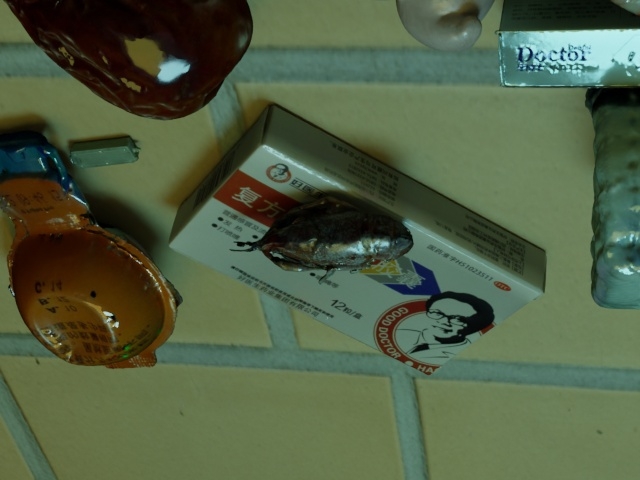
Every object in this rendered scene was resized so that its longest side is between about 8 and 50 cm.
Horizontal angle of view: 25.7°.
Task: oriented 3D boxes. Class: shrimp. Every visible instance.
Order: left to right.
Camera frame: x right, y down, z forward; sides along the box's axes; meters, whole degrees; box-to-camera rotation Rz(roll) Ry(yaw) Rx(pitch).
[{"bbox_3d":[0.000,0.001,1.414,0.190,0.075,0.073,-8,157,14],"label":"shrimp"}]

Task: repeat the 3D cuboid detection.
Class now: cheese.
[{"bbox_3d":[-0.274,0.023,1.560,0.217,0.129,0.329,-6,126,26],"label":"cheese"}]

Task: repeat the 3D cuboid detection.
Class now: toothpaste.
[{"bbox_3d":[0.308,-0.179,1.188,0.313,0.089,0.071,1,135,13],"label":"toothpaste"}]

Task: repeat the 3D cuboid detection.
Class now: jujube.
[{"bbox_3d":[-0.177,-0.210,1.241,0.236,0.168,0.168,33,139,-2],"label":"jujube"}]

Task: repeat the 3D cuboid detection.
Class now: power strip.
[{"bbox_3d":[-0.227,-0.093,1.489,0.083,0.017,0.027,-5,139,20],"label":"power strip"}]

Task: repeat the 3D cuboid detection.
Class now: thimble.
[{"bbox_3d":[0.311,-0.038,1.248,0.150,0.237,0.237,0,140,11],"label":"thimble"}]

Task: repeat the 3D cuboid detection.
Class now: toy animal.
[{"bbox_3d":[0.071,-0.253,1.142,0.124,0.124,0.212,-14,138,29],"label":"toy animal"}]

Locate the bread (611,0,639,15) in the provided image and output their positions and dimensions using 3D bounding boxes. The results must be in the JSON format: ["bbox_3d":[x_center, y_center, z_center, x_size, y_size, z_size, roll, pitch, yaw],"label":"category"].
[{"bbox_3d":[0.323,-0.295,1.027,0.327,0.114,0.295,-15,134,31],"label":"bread"}]

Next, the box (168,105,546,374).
[{"bbox_3d":[0.040,0.010,1.514,0.353,0.069,0.214,26,139,-20],"label":"box"}]
